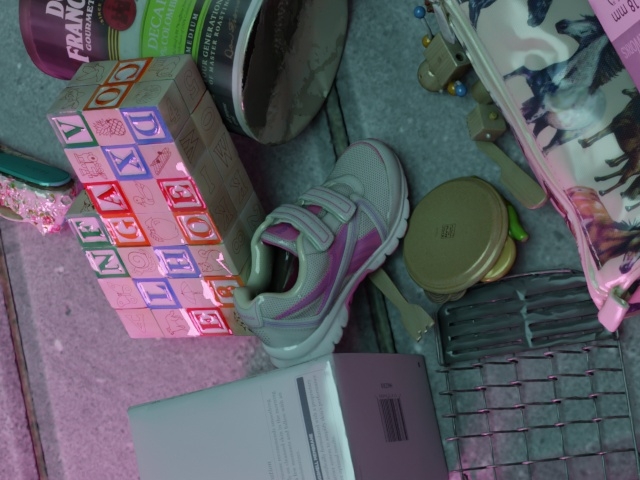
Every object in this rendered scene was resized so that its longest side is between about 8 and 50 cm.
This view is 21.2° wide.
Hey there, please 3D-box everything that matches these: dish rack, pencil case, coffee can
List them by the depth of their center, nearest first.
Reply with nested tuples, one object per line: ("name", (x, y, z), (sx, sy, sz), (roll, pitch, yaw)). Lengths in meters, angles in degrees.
("pencil case", (0.237, -0.126, 1.584), (0.184, 0.160, 0.410), (-24, 74, -11))
("dish rack", (0.202, 0.165, 1.635), (0.208, 0.074, 0.271), (-11, 81, 24))
("coffee can", (-0.139, -0.230, 1.757), (0.275, 0.201, 0.201), (19, 95, 25))

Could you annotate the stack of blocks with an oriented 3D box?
("stack of blocks", (-0.161, -0.038, 1.715), (0.171, 0.087, 0.297), (-2, 130, 27))

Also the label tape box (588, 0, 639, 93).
("label tape box", (0.365, -0.222, 1.464), (0.241, 0.106, 0.333), (-28, 86, -16))

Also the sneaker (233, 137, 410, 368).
("sneaker", (0.000, 0.000, 1.692), (0.103, 0.111, 0.252), (10, 66, 41))

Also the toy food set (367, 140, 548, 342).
("toy food set", (0.138, 0.000, 1.692), (0.192, 0.038, 0.132), (-48, 48, 11))

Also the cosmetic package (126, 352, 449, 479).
("cosmetic package", (-0.028, 0.200, 1.660), (0.225, 0.224, 0.138), (-15, 80, 24))

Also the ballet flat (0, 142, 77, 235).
("ballet flat", (-0.375, -0.071, 1.931), (0.241, 0.091, 0.077), (27, 123, 29))

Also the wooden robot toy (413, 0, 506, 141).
("wooden robot toy", (0.134, -0.169, 1.710), (0.173, 0.076, 0.079), (64, 147, 15))
